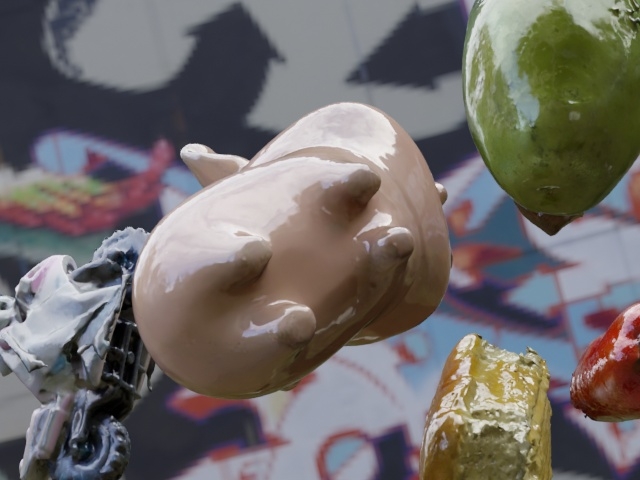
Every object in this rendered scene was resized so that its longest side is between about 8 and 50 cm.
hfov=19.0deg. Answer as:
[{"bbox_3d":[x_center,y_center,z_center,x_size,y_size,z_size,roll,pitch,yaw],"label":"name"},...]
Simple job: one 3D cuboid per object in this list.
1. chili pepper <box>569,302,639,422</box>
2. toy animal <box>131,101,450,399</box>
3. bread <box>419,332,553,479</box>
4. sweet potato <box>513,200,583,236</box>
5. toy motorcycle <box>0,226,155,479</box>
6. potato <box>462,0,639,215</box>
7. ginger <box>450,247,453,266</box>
[{"bbox_3d":[0.249,0.089,1.429,0.084,0.086,0.192,11,-13,-10],"label":"chili pepper"},{"bbox_3d":[-0.022,0.017,1.581,0.326,0.237,0.269,-26,7,-33],"label":"toy animal"},{"bbox_3d":[0.152,0.195,1.760,0.121,0.174,0.245,-2,21,14],"label":"bread"},{"bbox_3d":[0.222,-0.050,2.032,0.049,0.117,0.049,-49,-11,-13],"label":"sweet potato"},{"bbox_3d":[-0.242,0.105,1.693,0.204,0.239,0.108,0,-39,24],"label":"toy motorcycle"},{"bbox_3d":[0.242,-0.169,1.942,0.215,0.304,0.216,11,-28,6],"label":"potato"},{"bbox_3d":[0.088,-0.033,2.181,0.103,0.162,0.073,-13,-24,-23],"label":"ginger"}]
